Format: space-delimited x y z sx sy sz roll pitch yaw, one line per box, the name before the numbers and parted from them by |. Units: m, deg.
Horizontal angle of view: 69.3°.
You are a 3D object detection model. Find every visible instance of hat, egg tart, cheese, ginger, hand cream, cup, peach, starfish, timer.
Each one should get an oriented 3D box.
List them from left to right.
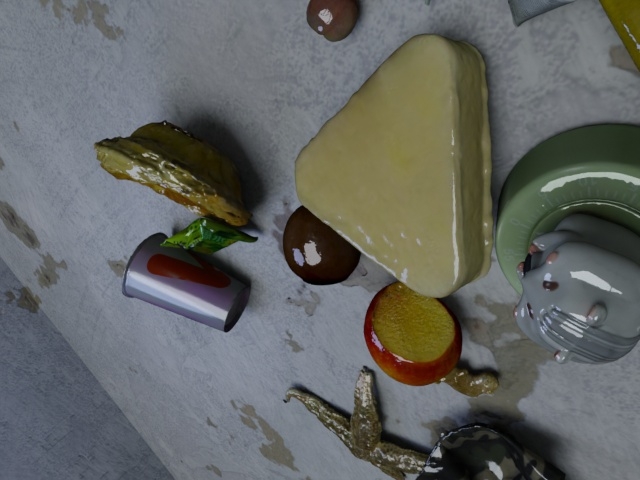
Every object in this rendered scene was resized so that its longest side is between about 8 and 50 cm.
egg tart | -0.294 -0.148 0.993 0.352 0.352 0.150 23 85 21
cup | -0.345 0.122 1.236 0.288 0.203 0.203 25 130 10
peach | 0.020 -0.361 0.733 0.083 0.083 0.083 17 127 25
starfish | 0.119 0.496 1.229 0.432 0.082 0.324 42 136 8
cheese | 0.138 -0.077 0.743 0.384 0.104 0.383 13 108 43
peach | 0.178 0.178 0.905 0.190 0.190 0.192 -5 123 36
ginger | 0.258 0.294 0.993 0.176 0.052 0.193 25 150 -21
hat | 0.423 0.587 1.057 0.366 0.257 0.382 -37 131 28
hand cream | 0.263 -0.297 0.551 0.042 0.194 0.067 -26 108 10
timer | 0.350 0.032 0.604 0.291 0.315 0.290 18 127 26

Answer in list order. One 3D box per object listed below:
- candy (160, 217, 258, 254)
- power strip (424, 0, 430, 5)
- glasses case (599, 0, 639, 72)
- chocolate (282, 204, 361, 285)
candy | -0.279 -0.010 1.133 0.246 0.149 0.069 -20 62 42
power strip | 0.174 -0.427 0.609 0.137 0.044 0.216 18 127 25
glasses case | 0.431 -0.203 0.490 0.141 0.173 0.371 -29 100 45
chocolate | 0.000 0.000 0.937 0.177 0.177 0.176 17 127 25
